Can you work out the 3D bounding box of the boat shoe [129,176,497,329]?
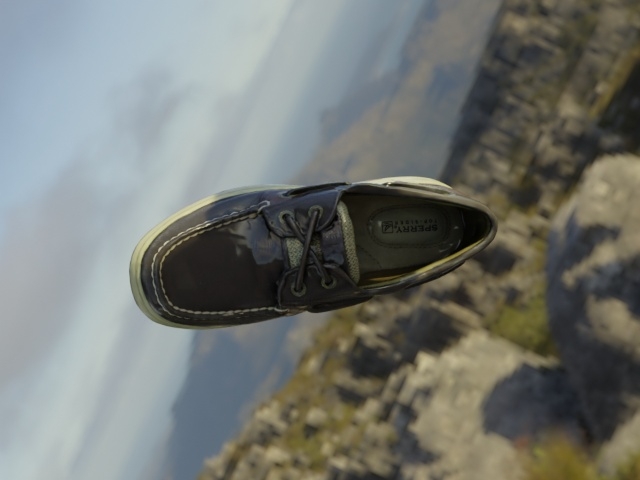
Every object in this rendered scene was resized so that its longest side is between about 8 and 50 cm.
[{"bbox_3d":[0.000,0.000,0.682,0.049,0.152,0.056,-7,97,63],"label":"boat shoe"}]
